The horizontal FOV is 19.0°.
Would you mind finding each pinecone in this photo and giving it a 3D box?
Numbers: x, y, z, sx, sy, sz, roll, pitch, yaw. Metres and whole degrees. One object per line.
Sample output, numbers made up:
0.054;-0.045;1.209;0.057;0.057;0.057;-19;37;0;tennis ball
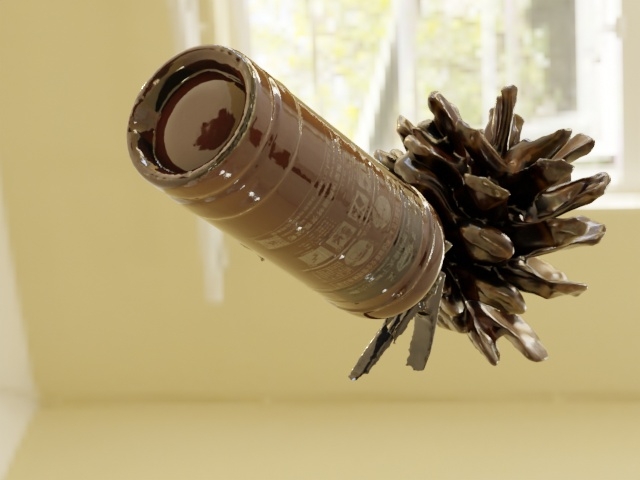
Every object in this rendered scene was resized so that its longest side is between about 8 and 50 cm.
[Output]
0.140;-0.020;1.561;0.201;0.202;0.229;-55;-37;-3;pinecone

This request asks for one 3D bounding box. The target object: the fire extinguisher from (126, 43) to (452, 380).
0.000;0.000;1.303;0.138;0.102;0.344;-58;-41;-4;fire extinguisher
